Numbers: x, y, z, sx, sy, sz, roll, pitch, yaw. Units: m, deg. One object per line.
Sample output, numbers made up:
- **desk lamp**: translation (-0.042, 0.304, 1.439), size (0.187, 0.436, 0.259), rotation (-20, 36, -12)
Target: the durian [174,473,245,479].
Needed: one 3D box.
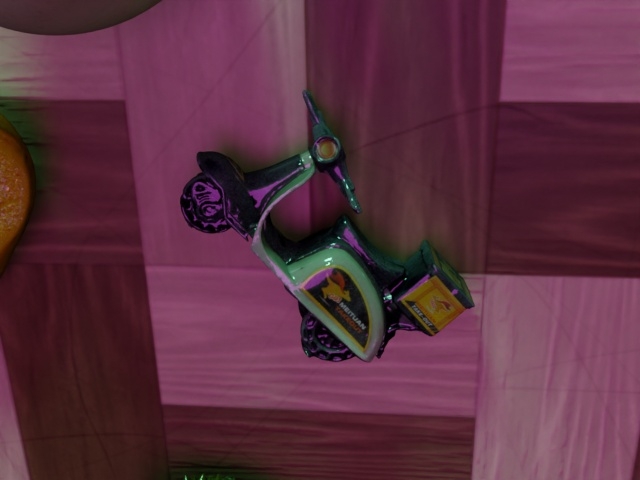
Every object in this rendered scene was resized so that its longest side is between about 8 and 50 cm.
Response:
- **durian**: translation (-0.100, 0.307, 0.897), size (0.220, 0.096, 0.137), rotation (12, 151, -2)

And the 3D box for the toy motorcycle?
- **toy motorcycle**: translation (0.000, 0.000, 0.747), size (0.157, 0.091, 0.263), rotation (-40, 107, 12)

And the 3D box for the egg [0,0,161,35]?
- **egg**: translation (-0.166, -0.264, 0.567), size (0.269, 0.219, 0.219), rotation (-36, 107, 15)

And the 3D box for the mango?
- **mango**: translation (-0.336, -0.034, 0.760), size (0.141, 0.102, 0.217), rotation (-1, 122, -22)
